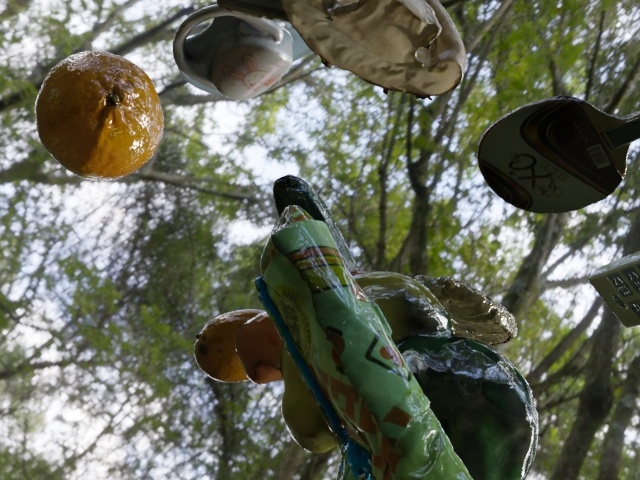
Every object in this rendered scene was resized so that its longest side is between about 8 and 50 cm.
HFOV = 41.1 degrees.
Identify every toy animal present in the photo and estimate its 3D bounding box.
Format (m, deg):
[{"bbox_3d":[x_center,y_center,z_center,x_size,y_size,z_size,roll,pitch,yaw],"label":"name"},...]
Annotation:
[{"bbox_3d":[0.070,0.137,0.881,0.338,0.216,0.191,37,-36,43],"label":"toy animal"}]

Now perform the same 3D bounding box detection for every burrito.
[{"bbox_3d":[0.024,0.109,0.512,0.288,0.054,0.104,59,-41,31],"label":"burrito"}]

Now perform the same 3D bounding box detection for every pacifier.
[{"bbox_3d":[-0.135,-0.371,1.466,0.238,0.226,0.287,16,-37,-33],"label":"pacifier"}]

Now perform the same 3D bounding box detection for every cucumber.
[{"bbox_3d":[0.000,0.000,1.317,0.063,0.115,0.244,-32,-99,23],"label":"cucumber"}]

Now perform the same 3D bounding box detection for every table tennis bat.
[{"bbox_3d":[0.345,-0.123,1.109,0.301,0.022,0.173,-20,-63,39],"label":"table tennis bat"}]

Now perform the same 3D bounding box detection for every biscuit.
[{"bbox_3d":[0.171,0.097,1.055,0.141,0.038,0.290,18,-13,7],"label":"biscuit"}]

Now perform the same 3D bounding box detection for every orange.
[{"bbox_3d":[-0.300,-0.171,1.172,0.155,0.177,0.178,12,-55,42],"label":"orange"}]

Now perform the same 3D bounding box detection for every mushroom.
[{"bbox_3d":[0.076,-0.315,1.142,0.285,0.151,0.156,26,-33,-26],"label":"mushroom"}]

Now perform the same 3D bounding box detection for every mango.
[{"bbox_3d":[-0.106,0.163,1.325,0.178,0.090,0.115,-3,-70,-2],"label":"mango"}]

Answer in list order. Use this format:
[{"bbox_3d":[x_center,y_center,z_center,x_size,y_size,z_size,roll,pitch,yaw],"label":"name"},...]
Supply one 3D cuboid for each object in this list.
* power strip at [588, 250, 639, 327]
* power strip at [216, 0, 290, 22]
[{"bbox_3d":[0.489,0.062,1.227,0.106,0.043,0.367,53,-11,6],"label":"power strip"},{"bbox_3d":[-0.051,-0.433,1.262,0.198,0.064,0.213,5,-97,-7],"label":"power strip"}]
